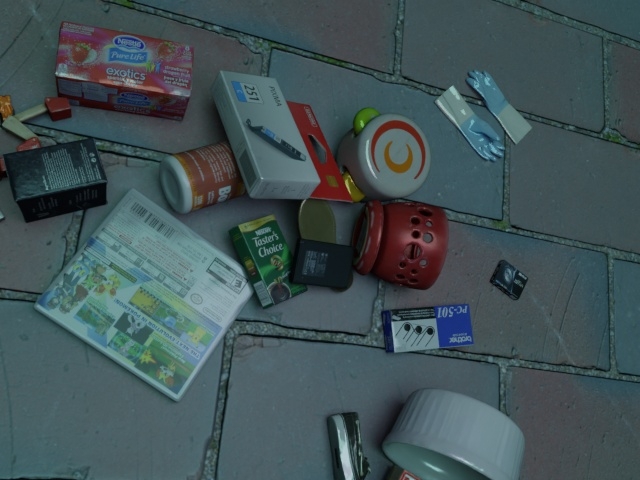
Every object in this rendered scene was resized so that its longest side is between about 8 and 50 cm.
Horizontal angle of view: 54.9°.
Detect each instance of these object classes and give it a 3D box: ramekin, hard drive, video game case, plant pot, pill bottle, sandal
[{"bbox_3d":[0.276,0.417,1.255,0.277,0.277,0.135,35,61,-10],"label":"ramekin"},{"bbox_3d":[0.005,0.050,1.307,0.135,0.022,0.094,9,95,-29],"label":"hard drive"},{"bbox_3d":[-0.332,0.105,1.227,0.329,0.036,0.299,37,68,-10],"label":"video game case"},{"bbox_3d":[0.166,0.002,1.354,0.174,0.191,0.191,11,74,-9],"label":"plant pot"},{"bbox_3d":[-0.210,-0.140,1.274,0.216,0.121,0.121,-22,86,-31],"label":"pill bottle"},{"bbox_3d":[-0.005,0.003,1.353,0.088,0.079,0.239,-31,113,-20],"label":"sandal"}]

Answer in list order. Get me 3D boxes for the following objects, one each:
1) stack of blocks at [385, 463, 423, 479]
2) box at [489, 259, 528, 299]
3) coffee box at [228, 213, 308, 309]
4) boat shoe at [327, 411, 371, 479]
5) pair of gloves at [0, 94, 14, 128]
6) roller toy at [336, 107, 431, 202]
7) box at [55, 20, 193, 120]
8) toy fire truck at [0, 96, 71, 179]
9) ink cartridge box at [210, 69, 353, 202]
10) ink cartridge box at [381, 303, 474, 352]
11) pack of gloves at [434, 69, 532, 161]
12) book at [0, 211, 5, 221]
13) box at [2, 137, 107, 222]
[{"bbox_3d":[0.158,0.625,1.219,0.171,0.087,0.297,31,74,-1],"label":"stack of blocks"},{"bbox_3d":[0.468,0.098,1.528,0.083,0.018,0.067,37,69,-9],"label":"box"},{"bbox_3d":[-0.109,0.042,1.297,0.113,0.040,0.184,-20,84,-48],"label":"coffee box"},{"bbox_3d":[0.069,0.466,1.267,0.070,0.078,0.219,-4,77,-20],"label":"boat shoe"},{"bbox_3d":[-0.646,-0.250,1.207,0.083,0.010,0.074,-3,82,-19],"label":"pair of gloves"},{"bbox_3d":[0.139,-0.181,1.404,0.191,0.146,0.209,9,82,-26],"label":"roller toy"},{"bbox_3d":[-0.396,-0.339,1.255,0.257,0.128,0.122,5,76,-18],"label":"box"},{"bbox_3d":[-0.575,-0.199,1.201,0.192,0.047,0.135,-16,84,-23],"label":"toy fire truck"},{"bbox_3d":[-0.068,-0.217,1.293,0.261,0.066,0.296,-1,56,-36],"label":"ink cartridge box"},{"bbox_3d":[0.246,0.200,1.409,0.207,0.046,0.097,-1,80,-21],"label":"ink cartridge box"},{"bbox_3d":[0.437,-0.333,1.602,0.195,0.046,0.232,-43,94,-22],"label":"pack of gloves"},{"bbox_3d":[-0.675,-0.077,1.146,0.096,0.035,0.144,-35,92,-26],"label":"book"},{"bbox_3d":[-0.490,-0.111,1.153,0.158,0.156,0.093,-16,83,-22],"label":"box"}]
